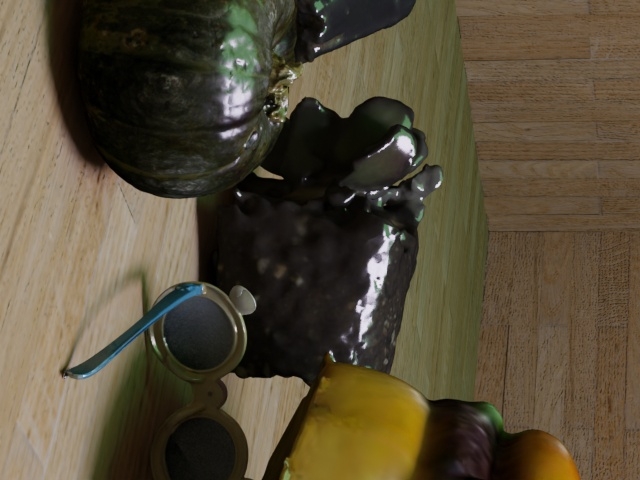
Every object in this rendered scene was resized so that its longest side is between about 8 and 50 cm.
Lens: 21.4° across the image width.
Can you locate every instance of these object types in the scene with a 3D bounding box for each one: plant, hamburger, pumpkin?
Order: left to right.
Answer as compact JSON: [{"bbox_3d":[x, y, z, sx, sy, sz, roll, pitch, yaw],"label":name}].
[{"bbox_3d":[-0.090,-0.136,1.236,0.223,0.157,0.224,11,90,-82],"label":"pumpkin"},{"bbox_3d":[0.000,0.000,1.569,0.188,0.199,0.276,44,54,-79],"label":"plant"},{"bbox_3d":[0.006,-0.274,1.693,0.256,0.164,0.142,-55,142,-44],"label":"plant"},{"bbox_3d":[0.057,0.306,1.353,0.396,0.277,0.396,-158,-90,-89],"label":"hamburger"}]

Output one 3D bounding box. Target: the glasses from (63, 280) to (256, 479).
[{"bbox_3d":[-0.141,0.134,1.292,0.220,0.088,0.190,-11,102,-57],"label":"glasses"}]
